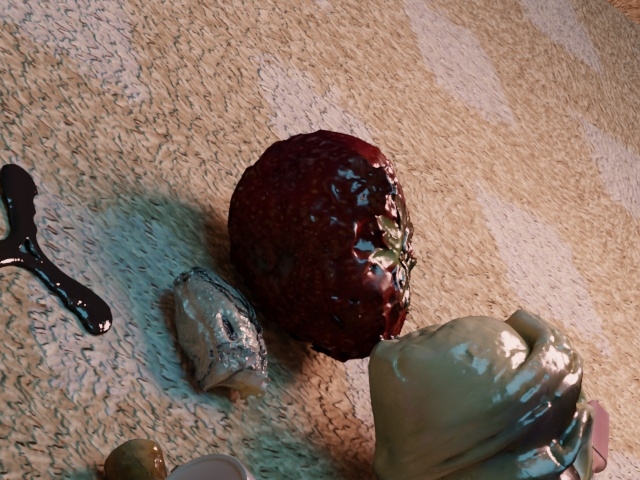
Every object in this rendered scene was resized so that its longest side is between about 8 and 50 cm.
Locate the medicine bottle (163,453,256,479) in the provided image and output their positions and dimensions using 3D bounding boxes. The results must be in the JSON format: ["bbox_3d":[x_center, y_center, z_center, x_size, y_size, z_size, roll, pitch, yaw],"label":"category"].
[{"bbox_3d":[-0.039,0.319,1.565,0.296,0.111,0.161,54,16,-34],"label":"medicine bottle"}]

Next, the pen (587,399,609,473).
[{"bbox_3d":[0.388,0.288,2.491,0.053,0.032,0.197,48,23,-7],"label":"pen"}]

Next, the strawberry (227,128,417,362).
[{"bbox_3d":[0.000,0.000,2.053,0.274,0.220,0.274,-1,90,-79],"label":"strawberry"}]

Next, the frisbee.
[{"bbox_3d":[-0.300,0.014,1.754,0.211,0.012,0.187,57,26,10],"label":"frisbee"}]

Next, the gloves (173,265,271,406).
[{"bbox_3d":[-0.104,0.096,1.896,0.114,0.070,0.153,21,36,-46],"label":"gloves"}]

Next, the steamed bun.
[{"bbox_3d":[0.204,0.218,1.989,0.320,0.275,0.206,4,8,-44],"label":"steamed bun"}]

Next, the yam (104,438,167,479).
[{"bbox_3d":[-0.146,0.302,1.559,0.066,0.066,0.299,29,32,-37],"label":"yam"}]

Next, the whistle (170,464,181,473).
[{"bbox_3d":[-0.107,0.255,1.719,0.100,0.035,0.035,42,26,-14],"label":"whistle"}]
